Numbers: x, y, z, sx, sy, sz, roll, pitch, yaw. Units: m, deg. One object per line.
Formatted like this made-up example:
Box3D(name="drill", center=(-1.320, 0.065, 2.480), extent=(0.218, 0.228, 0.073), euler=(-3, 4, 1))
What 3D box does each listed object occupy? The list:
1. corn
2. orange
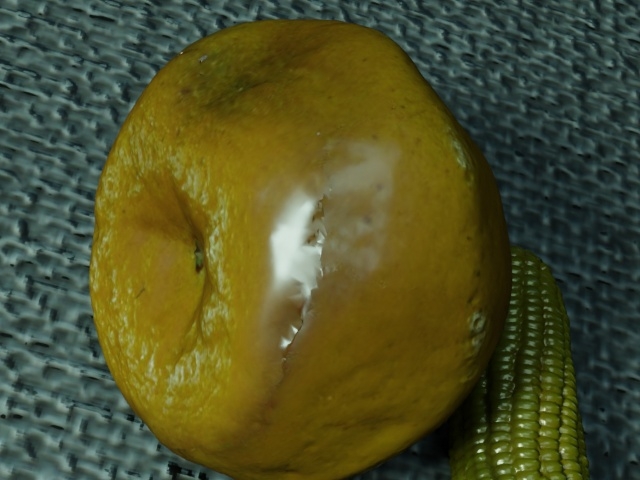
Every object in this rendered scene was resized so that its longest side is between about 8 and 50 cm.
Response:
Box3D(name="corn", center=(0.110, 0.105, 0.801), extent=(0.080, 0.080, 0.231), euler=(12, 52, -9))
Box3D(name="orange", center=(0.000, 0.000, 0.757), extent=(0.183, 0.249, 0.249), euler=(1, 54, -36))
